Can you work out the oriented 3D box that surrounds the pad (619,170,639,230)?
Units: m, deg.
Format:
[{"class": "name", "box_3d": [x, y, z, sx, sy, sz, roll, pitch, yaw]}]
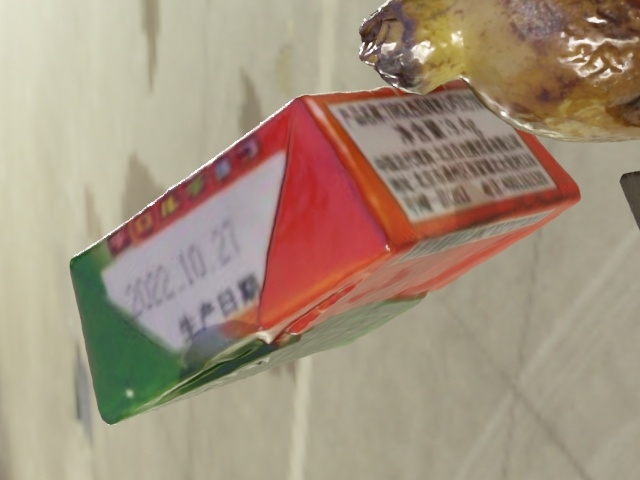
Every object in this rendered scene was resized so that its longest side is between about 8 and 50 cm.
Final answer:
[{"class": "pad", "box_3d": [0.241, 0.017, 0.937, 0.003, 0.211, 0.143, -27, 80, 34]}]

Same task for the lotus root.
[{"class": "lotus root", "box_3d": [0.164, -0.136, 0.909, 0.169, 0.314, 0.141, 56, 148, 32]}]

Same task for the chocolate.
[{"class": "chocolate", "box_3d": [0.000, 0.000, 1.442, 0.341, 0.360, 0.161, -33, 80, 33]}]
